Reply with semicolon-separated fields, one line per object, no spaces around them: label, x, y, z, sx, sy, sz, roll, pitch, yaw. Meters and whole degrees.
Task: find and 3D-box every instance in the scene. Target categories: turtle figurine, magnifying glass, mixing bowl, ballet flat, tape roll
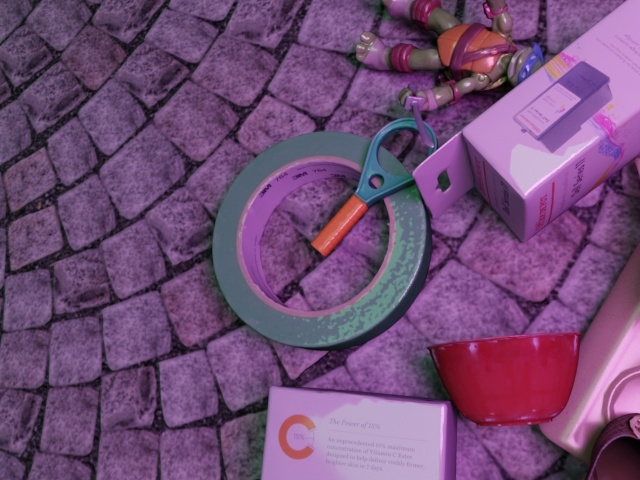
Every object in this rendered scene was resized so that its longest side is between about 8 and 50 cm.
turtle figurine;0.158;-0.286;0.827;0.275;0.197;0.266;-24;40;-34
magnifying glass;0.072;-0.073;0.828;0.092;0.026;0.231;41;91;22
mixing bowl;0.224;0.168;0.715;0.182;0.181;0.098;-9;76;15
ballet flat;0.292;0.256;0.596;0.250;0.058;0.084;-32;56;-33
tape roll;0.000;0.000;0.886;0.322;0.077;0.321;-4;74;16

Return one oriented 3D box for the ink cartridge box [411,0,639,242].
ink cartridge box;0.301;-0.123;0.752;0.353;0.207;0.119;-38;67;6

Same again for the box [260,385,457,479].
box;0.048;0.361;0.726;0.215;0.168;0.345;1;77;18

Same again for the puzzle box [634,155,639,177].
puzzle box;0.545;-0.090;0.589;0.409;0.052;0.272;-27;24;31

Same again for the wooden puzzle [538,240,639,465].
wooden puzzle;0.484;0.179;0.690;0.348;0.080;0.322;30;86;27
